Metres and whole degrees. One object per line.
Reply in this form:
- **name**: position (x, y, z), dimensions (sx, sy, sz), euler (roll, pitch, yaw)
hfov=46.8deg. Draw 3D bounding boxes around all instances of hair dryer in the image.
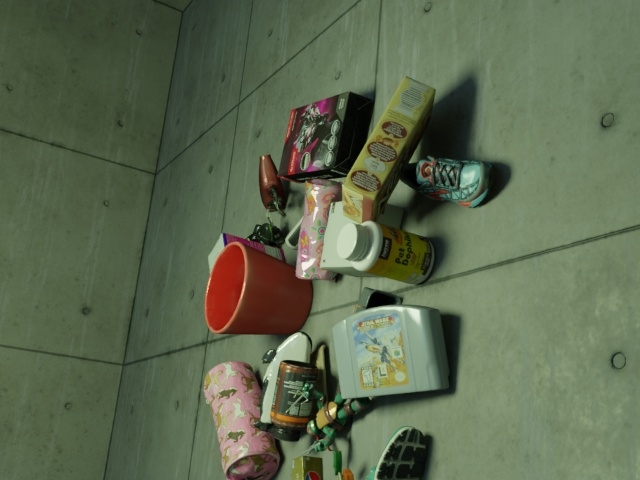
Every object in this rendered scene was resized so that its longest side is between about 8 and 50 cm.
- **hair dryer**: position (-0.143, -0.156, 2.379), dimensions (0.224, 0.080, 0.294), euler (102, 154, -55)

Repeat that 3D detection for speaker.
- **speaker**: position (-0.051, -0.033, 2.242), dimensions (0.136, 0.055, 0.055), euler (-49, 37, 37)

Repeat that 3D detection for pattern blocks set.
- **pattern blocks set**: position (0.064, 0.625, 1.630), dimensions (0.325, 0.026, 0.285), euler (-104, 13, -51)

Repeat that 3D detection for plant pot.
- **plant pot**: position (-0.175, 0.159, 2.169), dimensions (0.275, 0.243, 0.275), euler (-32, 51, 50)

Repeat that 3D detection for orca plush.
- **orca plush**: position (-0.085, 0.387, 2.033), dimensions (0.151, 0.102, 0.287), euler (8, 87, 18)

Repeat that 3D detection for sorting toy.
- **sorting toy**: position (-0.033, 0.411, 2.019), dimensions (0.193, 0.038, 0.208), euler (-42, 38, 45)

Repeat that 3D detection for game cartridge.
- **game cartridge**: position (0.147, 0.246, 1.659), dimensions (0.297, 0.062, 0.198), euler (-18, 80, 43)

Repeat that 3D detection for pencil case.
- **pencil case**: position (0.003, -0.026, 2.027), dimensions (0.124, 0.124, 0.284), euler (28, 114, 61)
- **pencil case**: position (-0.237, 0.537, 2.186), dimensions (0.167, 0.160, 0.386), euler (-68, 29, 28)

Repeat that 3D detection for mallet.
- **mallet**: position (-0.178, -0.010, 2.472), dimensions (0.189, 0.039, 0.062), euler (20, 97, 60)

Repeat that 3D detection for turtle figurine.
- **turtle figurine**: position (0.018, 0.427, 1.834), dimensions (0.234, 0.118, 0.175), euler (-43, 54, 20)

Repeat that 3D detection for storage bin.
- **storage bin**: position (0.121, 0.178, 1.805), dimensions (0.091, 0.098, 0.135), euler (-145, 73, -71)

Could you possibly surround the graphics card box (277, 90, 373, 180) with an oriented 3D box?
- **graphics card box**: position (0.006, -0.301, 2.233), dimensions (0.371, 0.094, 0.233), euler (3, 79, 60)

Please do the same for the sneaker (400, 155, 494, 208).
- **sneaker**: position (0.272, -0.134, 1.647), dimensions (0.262, 0.125, 0.104), euler (2, 79, 61)

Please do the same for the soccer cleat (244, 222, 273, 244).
- **soccer cleat**: position (-0.201, -0.006, 2.381), dimensions (0.179, 0.072, 0.060), euler (-46, 59, 62)

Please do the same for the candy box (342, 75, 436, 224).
- **candy box**: position (0.159, -0.203, 1.735), dimensions (0.316, 0.087, 0.183), euler (-60, -12, -16)

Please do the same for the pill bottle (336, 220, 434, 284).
- **pill bottle**: position (0.147, 0.025, 1.695), dimensions (0.117, 0.215, 0.117), euler (-34, 48, 50)

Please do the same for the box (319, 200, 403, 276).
- **box**: position (0.103, -0.004, 1.889), dimensions (0.182, 0.119, 0.181), euler (-4, 73, 60)

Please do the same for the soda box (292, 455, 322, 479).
- **soda box**: position (-0.033, 0.643, 1.872), dimensions (0.058, 0.061, 0.181), euler (-37, 45, 47)

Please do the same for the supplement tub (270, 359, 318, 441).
- **supplement tub**: position (-0.072, 0.415, 1.916), dimensions (0.106, 0.106, 0.198), euler (7, 86, 61)

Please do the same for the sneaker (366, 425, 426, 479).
- **sneaker**: position (0.138, 0.516, 1.598), dimensions (0.275, 0.107, 0.110), euler (-68, 20, 11)

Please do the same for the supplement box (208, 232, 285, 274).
- **supplement box**: position (-0.228, 0.075, 2.328), dimensions (0.111, 0.220, 0.114), euler (-55, 32, 30)
